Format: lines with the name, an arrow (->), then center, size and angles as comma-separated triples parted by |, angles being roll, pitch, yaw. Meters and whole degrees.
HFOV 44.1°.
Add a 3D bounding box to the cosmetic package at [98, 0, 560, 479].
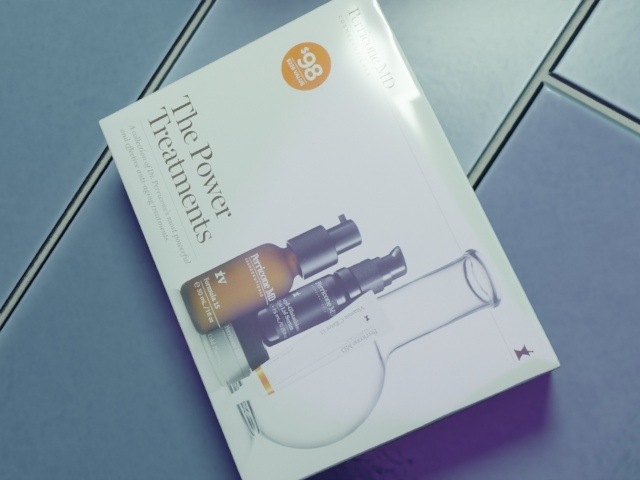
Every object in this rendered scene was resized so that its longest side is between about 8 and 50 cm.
cosmetic package -> 0.000, 0.000, 0.723 | 0.285, 0.097, 0.377 | -26, 78, 5
